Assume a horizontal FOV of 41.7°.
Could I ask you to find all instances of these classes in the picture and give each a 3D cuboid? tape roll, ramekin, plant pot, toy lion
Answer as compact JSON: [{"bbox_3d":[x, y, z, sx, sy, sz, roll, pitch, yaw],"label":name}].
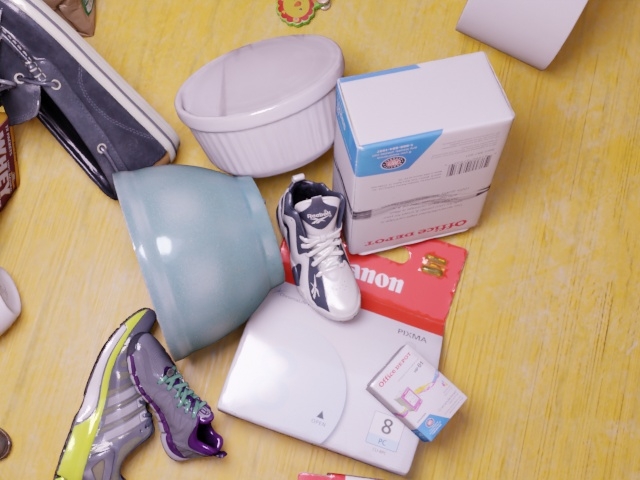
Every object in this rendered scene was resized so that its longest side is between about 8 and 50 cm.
[{"bbox_3d":[0.351,-0.427,1.393,0.169,0.246,0.246,27,78,4],"label":"tape roll"},{"bbox_3d":[-0.083,-0.209,1.330,0.273,0.127,0.272,-12,35,9],"label":"ramekin"},{"bbox_3d":[-0.169,0.011,1.256,0.196,0.293,0.293,-18,79,-10],"label":"plant pot"},{"bbox_3d":[-0.037,-0.430,1.486,0.096,0.034,0.100,-23,80,1],"label":"toy lion"}]

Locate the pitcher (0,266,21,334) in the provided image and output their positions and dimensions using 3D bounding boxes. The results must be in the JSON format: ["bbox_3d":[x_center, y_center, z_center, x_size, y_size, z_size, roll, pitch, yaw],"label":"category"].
[{"bbox_3d":[-0.568,0.137,1.286,0.207,0.125,0.177,-22,66,-1],"label":"pitcher"}]

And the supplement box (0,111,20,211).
[{"bbox_3d":[-0.591,-0.109,1.290,0.194,0.191,0.129,3,120,-2],"label":"supplement box"}]

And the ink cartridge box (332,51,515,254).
[{"bbox_3d":[0.140,-0.121,1.273,0.223,0.307,0.129,-13,62,-7],"label":"ink cartridge box"}]

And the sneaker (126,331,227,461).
[{"bbox_3d":[-0.208,0.231,1.263,0.098,0.083,0.223,-7,115,30],"label":"sneaker"}]

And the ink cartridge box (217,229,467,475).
[{"bbox_3d":[0.046,0.137,1.337,0.308,0.091,0.384,19,79,1],"label":"ink cartridge box"}]

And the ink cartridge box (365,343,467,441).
[{"bbox_3d":[0.142,0.227,1.257,0.122,0.052,0.088,41,77,7],"label":"ink cartridge box"}]

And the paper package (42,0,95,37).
[{"bbox_3d":[-0.544,-0.514,1.409,0.310,0.168,0.324,-4,77,-3],"label":"paper package"}]

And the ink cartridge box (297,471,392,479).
[{"bbox_3d":[0.071,0.430,1.281,0.231,0.078,0.134,9,77,-1],"label":"ink cartridge box"}]

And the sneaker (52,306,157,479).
[{"bbox_3d":[-0.307,0.250,1.301,0.121,0.111,0.299,21,80,-13],"label":"sneaker"}]

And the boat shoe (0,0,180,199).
[{"bbox_3d":[-0.433,-0.250,1.266,0.500,0.187,0.156,44,74,-28],"label":"boat shoe"}]

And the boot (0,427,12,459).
[{"bbox_3d":[-0.585,0.292,1.265,0.219,0.106,0.082,13,78,0],"label":"boot"}]

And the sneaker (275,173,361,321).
[{"bbox_3d":[0.000,0.000,1.285,0.094,0.153,0.234,-13,65,-10],"label":"sneaker"}]
